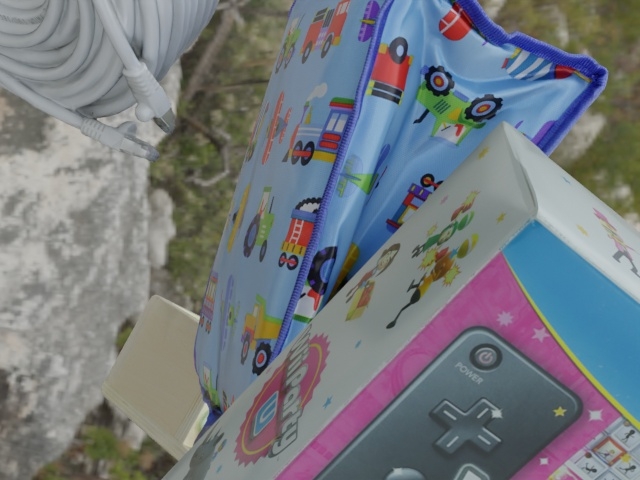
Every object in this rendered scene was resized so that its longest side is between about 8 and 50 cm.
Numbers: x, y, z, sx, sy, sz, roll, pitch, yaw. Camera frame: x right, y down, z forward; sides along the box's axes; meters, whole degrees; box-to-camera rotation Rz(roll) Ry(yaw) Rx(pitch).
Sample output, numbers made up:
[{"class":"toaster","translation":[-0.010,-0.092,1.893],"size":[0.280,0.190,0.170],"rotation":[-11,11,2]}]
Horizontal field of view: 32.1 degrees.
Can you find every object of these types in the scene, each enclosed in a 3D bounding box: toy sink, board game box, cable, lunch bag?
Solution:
[{"class":"toy sink","translation":[-0.087,0.164,1.130],"size":[0.152,0.234,0.131],"rotation":[31,86,-39]},{"class":"board game box","translation":[0.058,0.139,0.458],"size":[0.224,0.303,0.097],"rotation":[37,20,-12]},{"class":"cable","translation":[-0.172,-0.190,0.620],"size":[0.089,0.257,0.257],"rotation":[-46,148,-32]},{"class":"lunch bag","translation":[0.000,0.000,0.655],"size":[0.138,0.221,0.293],"rotation":[29,87,-16]}]
